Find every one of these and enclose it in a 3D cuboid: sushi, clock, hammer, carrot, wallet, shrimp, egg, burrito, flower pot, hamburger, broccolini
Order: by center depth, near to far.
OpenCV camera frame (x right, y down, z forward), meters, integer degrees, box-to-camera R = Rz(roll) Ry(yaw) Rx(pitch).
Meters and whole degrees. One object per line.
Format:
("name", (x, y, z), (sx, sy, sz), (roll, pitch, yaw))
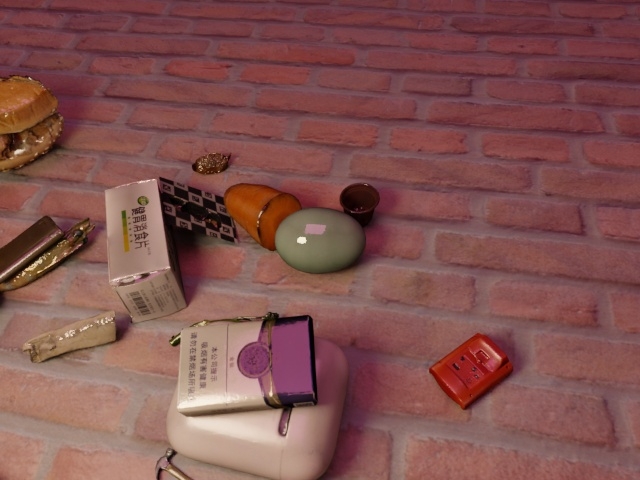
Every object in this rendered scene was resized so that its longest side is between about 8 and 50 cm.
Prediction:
("hammer", (-0.256, 0.488, 1.088), (0.182, 0.017, 0.062), (26, 57, 22))
("clock", (0.328, 0.280, 1.198), (0.155, 0.061, 0.113), (-31, 56, -18))
("broccolini", (-0.224, 0.239, 1.279), (0.271, 0.062, 0.123), (-9, 45, 5))
("burrito", (-0.577, 0.227, 1.286), (0.225, 0.087, 0.060), (-17, 42, -6))
("egg", (0.000, 0.000, 1.379), (0.230, 0.168, 0.168), (0, 50, -3))
("wallet", (-0.759, 0.022, 1.404), (0.198, 0.031, 0.110), (-43, 49, -17))
("shrimp", (-0.754, 0.023, 1.466), (0.317, 0.077, 0.168), (-31, 55, -14))
("carrot", (-0.180, -0.082, 1.488), (0.225, 0.159, 0.159), (25, 55, 34))
("sushi", (-0.343, -0.067, 1.491), (0.215, 0.050, 0.192), (19, 35, -37))
("flower pot", (0.107, -0.088, 1.497), (0.111, 0.089, 0.111), (-2, 51, 3))
("hamburger", (-1.032, -0.331, 1.652), (0.444, 0.268, 0.287), (9, 49, 5))
("sushi", (-0.330, -0.239, 1.673), (0.120, 0.055, 0.052), (-5, 44, -3))

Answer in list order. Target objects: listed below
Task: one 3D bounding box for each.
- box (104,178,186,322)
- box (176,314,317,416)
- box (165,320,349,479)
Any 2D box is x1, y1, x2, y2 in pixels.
("box", (-0.445, 0.023, 1.383), (0.145, 0.173, 0.333), (-15, 51, -8))
("box", (-0.136, 0.239, 1.045), (0.259, 0.071, 0.168), (-8, 61, 4))
("box", (-0.126, 0.320, 1.121), (0.348, 0.141, 0.289), (9, 62, 11))
